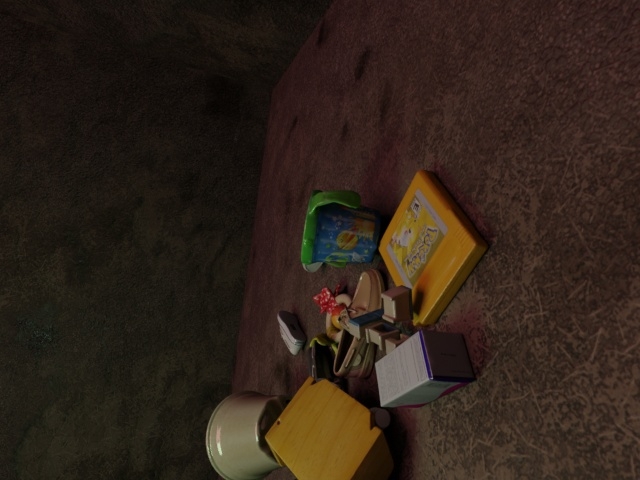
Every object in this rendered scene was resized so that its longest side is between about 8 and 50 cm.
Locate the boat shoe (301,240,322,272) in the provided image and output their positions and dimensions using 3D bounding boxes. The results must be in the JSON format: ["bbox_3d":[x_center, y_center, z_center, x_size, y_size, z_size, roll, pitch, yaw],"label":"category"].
[{"bbox_3d":[0.000,0.000,1.737,0.103,0.113,0.302,-116,41,-66],"label":"boat shoe"}]

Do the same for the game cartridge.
[{"bbox_3d":[0.264,0.018,1.120,0.323,0.053,0.285,-106,32,-51],"label":"game cartridge"}]

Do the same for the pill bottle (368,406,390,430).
[{"bbox_3d":[0.143,0.497,1.207,0.116,0.065,0.065,132,142,-54],"label":"pill bottle"}]

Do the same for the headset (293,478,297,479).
[{"bbox_3d":[-0.093,0.918,1.409,0.243,0.185,0.394,-67,12,-16],"label":"headset"}]

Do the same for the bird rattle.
[{"bbox_3d":[0.067,0.263,1.500,0.207,0.143,0.253,-30,40,50],"label":"bird rattle"}]

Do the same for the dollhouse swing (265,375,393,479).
[{"bbox_3d":[0.064,0.635,1.231,0.315,0.305,0.347,-51,28,-16],"label":"dollhouse swing"}]

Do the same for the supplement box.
[{"bbox_3d":[0.228,0.300,1.003,0.220,0.111,0.113,124,149,-47],"label":"supplement box"}]

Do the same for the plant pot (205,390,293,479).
[{"bbox_3d":[-0.198,0.695,1.581,0.305,0.334,0.333,-35,48,47],"label":"plant pot"}]

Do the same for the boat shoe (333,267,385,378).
[{"bbox_3d":[0.115,0.250,1.326,0.122,0.110,0.341,-176,95,-69],"label":"boat shoe"}]

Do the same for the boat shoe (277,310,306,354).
[{"bbox_3d":[-0.138,0.409,1.961,0.267,0.096,0.088,44,118,56],"label":"boat shoe"}]

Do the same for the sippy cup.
[{"bbox_3d":[0.068,-0.027,1.364,0.305,0.224,0.240,-18,-64,-87],"label":"sippy cup"}]

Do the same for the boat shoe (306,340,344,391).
[{"bbox_3d":[0.016,0.455,1.499,0.335,0.112,0.095,-116,36,-63],"label":"boat shoe"}]

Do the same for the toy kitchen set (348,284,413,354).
[{"bbox_3d":[0.175,0.182,1.149,0.207,0.122,0.166,14,113,59],"label":"toy kitchen set"}]
